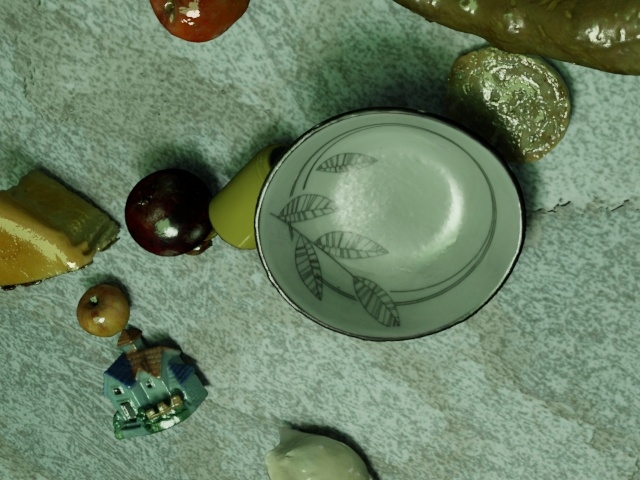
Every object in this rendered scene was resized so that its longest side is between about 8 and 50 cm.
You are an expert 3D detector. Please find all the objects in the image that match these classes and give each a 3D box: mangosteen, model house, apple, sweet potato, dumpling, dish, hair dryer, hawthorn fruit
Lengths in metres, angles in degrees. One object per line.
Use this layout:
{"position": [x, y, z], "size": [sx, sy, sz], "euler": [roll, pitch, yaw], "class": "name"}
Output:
{"position": [-0.191, -0.030, 1.632], "size": [0.140, 0.140, 0.140], "euler": [15, 130, 19], "class": "mangosteen"}
{"position": [-0.271, 0.209, 1.863], "size": [0.148, 0.119, 0.149], "euler": [-17, 106, 37], "class": "model house"}
{"position": [-0.326, 0.107, 1.834], "size": [0.084, 0.084, 0.071], "euler": [-4, 149, 31], "class": "apple"}
{"position": [0.253, -0.237, 1.218], "size": [0.422, 0.130, 0.131], "euler": [12, 129, 28], "class": "sweet potato"}
{"position": [-0.003, 0.361, 1.810], "size": [0.199, 0.136, 0.118], "euler": [39, 141, 12], "class": "dumpling"}
{"position": [0.081, -0.034, 1.445], "size": [0.316, 0.106, 0.317], "euler": [1, 119, 1], "class": "dish"}
{"position": [0.000, 0.000, 1.575], "size": [0.278, 0.090, 0.135], "euler": [39, 131, -11], "class": "hair dryer"}
{"position": [-0.143, -0.291, 1.401], "size": [0.128, 0.128, 0.128], "euler": [15, 130, 19], "class": "hawthorn fruit"}

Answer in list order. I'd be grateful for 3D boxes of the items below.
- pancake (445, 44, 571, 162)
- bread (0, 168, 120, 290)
{"position": [0.209, -0.154, 1.369], "size": [0.151, 0.025, 0.152], "euler": [16, 131, 19], "class": "pancake"}
{"position": [-0.396, 0.013, 1.764], "size": [0.169, 0.140, 0.160], "euler": [33, 128, 2], "class": "bread"}
